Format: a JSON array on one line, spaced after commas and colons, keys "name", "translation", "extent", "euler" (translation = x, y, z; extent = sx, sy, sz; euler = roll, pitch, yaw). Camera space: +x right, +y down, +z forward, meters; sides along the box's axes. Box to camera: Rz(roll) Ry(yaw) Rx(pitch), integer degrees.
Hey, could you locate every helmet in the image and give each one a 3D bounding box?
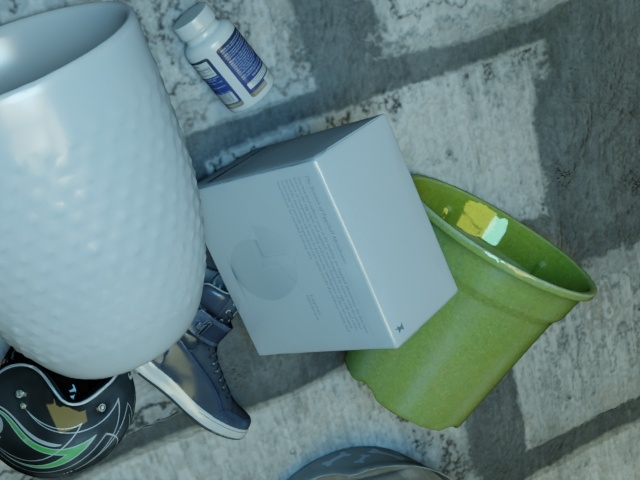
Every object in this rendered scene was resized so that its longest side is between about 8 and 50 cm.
[{"name": "helmet", "translation": [-0.298, 0.189, 1.120], "extent": [0.162, 0.169, 0.169], "euler": [30, 93, -12]}]

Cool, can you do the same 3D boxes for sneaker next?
[{"name": "sneaker", "translation": [-0.127, 0.137, 1.222], "extent": [0.163, 0.086, 0.226], "euler": [-45, 118, -1]}]

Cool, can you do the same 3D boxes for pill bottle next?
[{"name": "pill bottle", "translation": [-0.113, -0.210, 1.123], "extent": [0.067, 0.067, 0.120], "euler": [-43, 119, -6]}]

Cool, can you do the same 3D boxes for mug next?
[{"name": "mug", "translation": [-0.305, -0.026, 1.009], "extent": [0.374, 0.276, 0.328], "euler": [-12, 119, 12]}]

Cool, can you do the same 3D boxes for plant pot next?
[{"name": "plant pot", "translation": [0.166, 0.093, 1.263], "extent": [0.276, 0.276, 0.253], "euler": [20, 110, -28]}]

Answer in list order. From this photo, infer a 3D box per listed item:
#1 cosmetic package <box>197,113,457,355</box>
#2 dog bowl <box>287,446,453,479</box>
[{"name": "cosmetic package", "translation": [0.000, 0.000, 1.116], "extent": [0.138, 0.225, 0.224], "euler": [-36, 109, -40]}, {"name": "dog bowl", "translation": [0.054, 0.452, 1.401], "extent": [0.349, 0.102, 0.348], "euler": [-8, 111, -22]}]
